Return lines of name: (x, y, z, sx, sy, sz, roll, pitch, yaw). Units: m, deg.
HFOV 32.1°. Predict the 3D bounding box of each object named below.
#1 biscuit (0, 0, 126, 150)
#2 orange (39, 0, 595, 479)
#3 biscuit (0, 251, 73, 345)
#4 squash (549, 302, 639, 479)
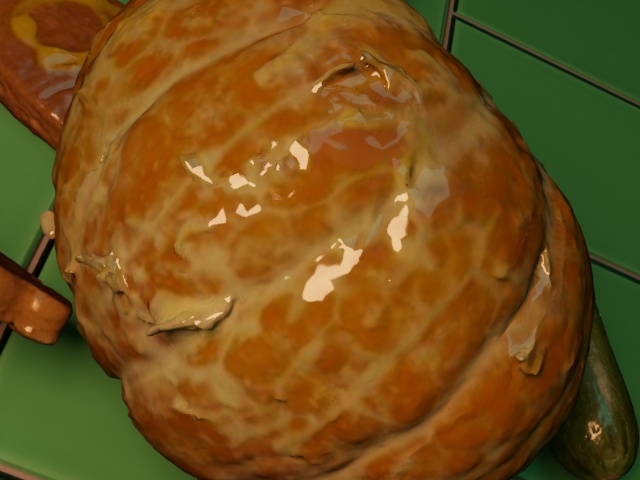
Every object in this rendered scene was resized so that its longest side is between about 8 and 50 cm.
biscuit: (-0.100, -0.144, 0.833, 0.262, 0.052, 0.277, 40, 48, 5)
orange: (0.000, 0.000, 0.614, 0.329, 0.249, 0.329, 55, 7, -10)
biscuit: (-0.240, -0.017, 0.583, 0.249, 0.035, 0.184, 37, -7, -33)
squash: (0.172, 0.065, 0.810, 0.069, 0.069, 0.239, 8, 49, -24)
